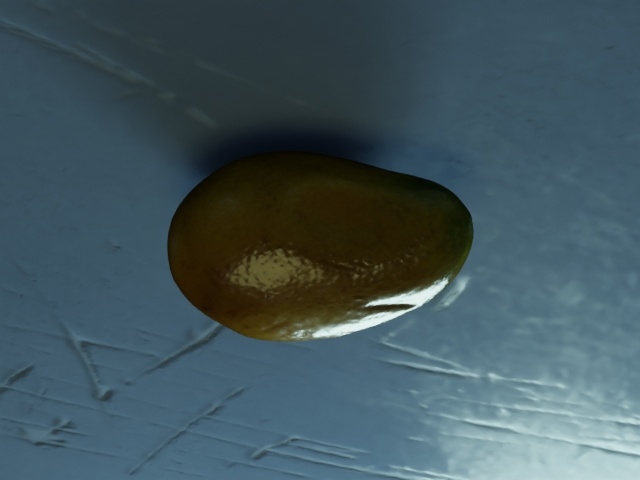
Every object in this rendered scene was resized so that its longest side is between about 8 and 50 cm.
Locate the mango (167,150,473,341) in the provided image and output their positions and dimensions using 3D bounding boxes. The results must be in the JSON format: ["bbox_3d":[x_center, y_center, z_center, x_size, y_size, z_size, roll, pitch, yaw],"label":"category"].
[{"bbox_3d":[-0.003,0.005,0.986,0.165,0.089,0.115,5,132,-10],"label":"mango"}]
